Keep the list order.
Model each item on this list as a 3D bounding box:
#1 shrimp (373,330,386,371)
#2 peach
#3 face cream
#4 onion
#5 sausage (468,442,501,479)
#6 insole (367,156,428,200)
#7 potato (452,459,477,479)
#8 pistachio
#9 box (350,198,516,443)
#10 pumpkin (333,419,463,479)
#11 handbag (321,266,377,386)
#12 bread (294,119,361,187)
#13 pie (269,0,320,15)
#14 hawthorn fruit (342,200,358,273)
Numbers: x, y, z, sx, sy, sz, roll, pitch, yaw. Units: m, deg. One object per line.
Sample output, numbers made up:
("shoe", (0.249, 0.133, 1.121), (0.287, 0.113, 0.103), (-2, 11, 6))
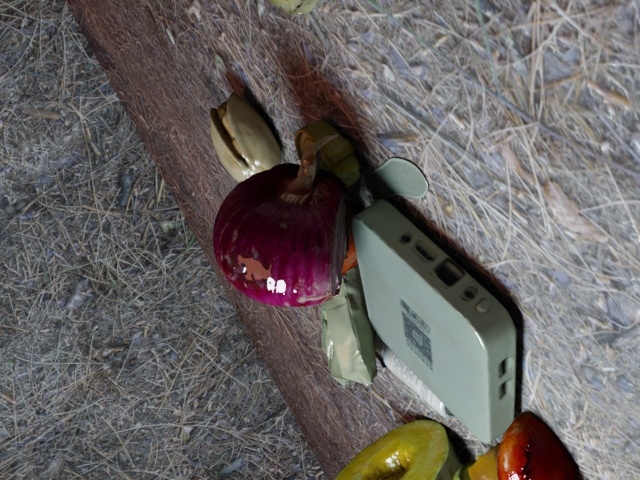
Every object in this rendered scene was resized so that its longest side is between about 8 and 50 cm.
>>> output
("shrimp", (0.129, 0.244, 2.060), (0.152, 0.046, 0.219), (66, 166, -22))
("peach", (0.370, 0.383, 1.519), (0.092, 0.127, 0.172), (160, 104, -82))
("face cream", (0.199, 0.262, 1.825), (0.269, 0.082, 0.082), (40, 155, 52))
("onion", (-0.071, -0.001, 1.552), (0.256, 0.230, 0.272), (-9, 114, 35))
("sausage", (0.406, 0.519, 1.640), (0.328, 0.112, 0.112), (48, 161, 25))
("insole", (0.126, -0.102, 1.513), (0.080, 0.003, 0.232), (61, 164, -8))
("potato", (0.348, 0.564, 1.735), (0.271, 0.160, 0.111), (48, 130, 24))
("pistachio", (-0.165, -0.216, 1.953), (0.144, 0.144, 0.215), (111, 136, -70))
("box", (0.204, 0.143, 1.582), (0.367, 0.090, 0.373), (45, 158, 37))
("pumpkin", (0.199, 0.585, 2.008), (0.199, 0.332, 0.332), (56, 165, -10))
("handbag", (0.056, 0.189, 1.912), (0.316, 0.109, 0.253), (111, 153, -80))
("bread", (0.017, -0.154, 1.632), (0.156, 0.064, 0.117), (40, 155, 39))
("pie", (-0.082, -0.473, 1.361), (0.274, 0.055, 0.274), (51, 162, 24))
("hawthorn fruit", (0.000, 0.000, 1.743), (0.169, 0.188, 0.169), (61, 176, 7))
